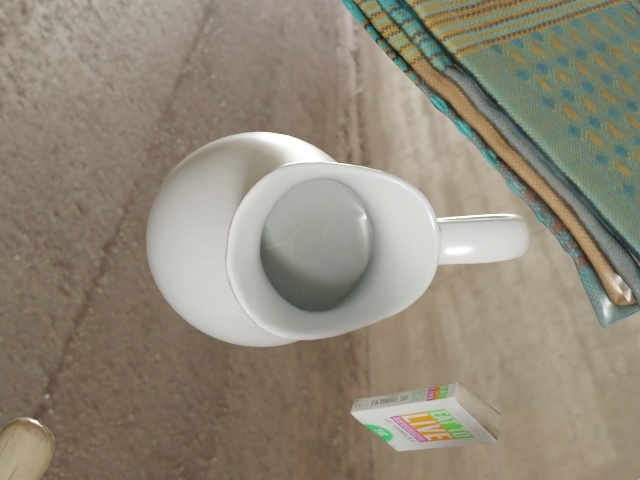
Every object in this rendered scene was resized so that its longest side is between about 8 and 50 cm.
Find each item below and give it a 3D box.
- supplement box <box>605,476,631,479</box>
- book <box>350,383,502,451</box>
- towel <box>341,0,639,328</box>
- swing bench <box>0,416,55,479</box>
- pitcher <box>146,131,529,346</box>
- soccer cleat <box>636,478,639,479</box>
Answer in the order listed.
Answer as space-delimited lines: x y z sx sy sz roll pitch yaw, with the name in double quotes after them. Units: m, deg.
0.210 0.216 0.746 0.055 0.043 0.083 5 93 -46 "supplement box"
0.120 0.201 1.205 0.096 0.144 0.035 41 49 -34 "book"
0.101 -0.141 0.516 0.271 0.040 0.370 -20 64 -41 "towel"
-0.127 0.229 0.383 0.253 0.165 0.255 52 44 -45 "swing bench"
0.000 0.000 0.600 0.207 0.177 0.126 -176 -95 -67 "pitcher"
0.151 0.223 0.463 0.083 0.095 0.248 31 41 -33 "soccer cleat"
